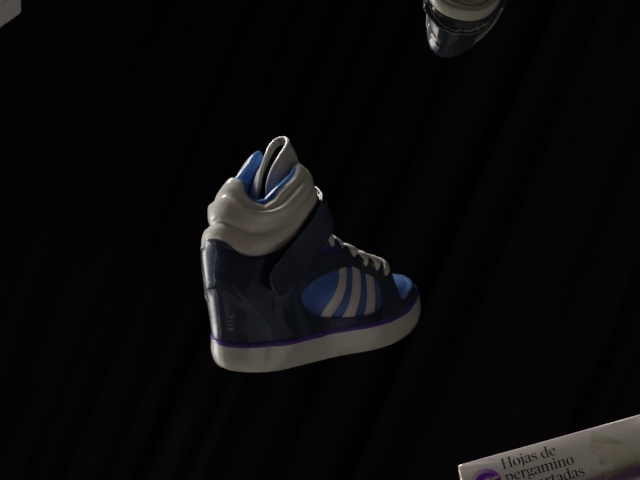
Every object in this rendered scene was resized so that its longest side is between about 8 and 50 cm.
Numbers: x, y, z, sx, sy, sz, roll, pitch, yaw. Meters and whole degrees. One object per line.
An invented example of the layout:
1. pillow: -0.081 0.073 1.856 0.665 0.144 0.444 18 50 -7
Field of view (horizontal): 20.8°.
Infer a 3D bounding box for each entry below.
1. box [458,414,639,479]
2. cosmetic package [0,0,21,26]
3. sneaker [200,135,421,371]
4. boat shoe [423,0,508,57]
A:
1. box: 0.293 0.205 1.639 0.324 0.063 0.067 -16 -30 3
2. cosmetic package: -0.404 -0.368 1.646 0.217 0.385 0.156 32 53 19
3. sneaker: -0.001 0.000 1.909 0.130 0.236 0.323 11 17 40
4. boat shoe: 0.153 -0.268 1.575 0.095 0.254 0.079 18 -36 1
